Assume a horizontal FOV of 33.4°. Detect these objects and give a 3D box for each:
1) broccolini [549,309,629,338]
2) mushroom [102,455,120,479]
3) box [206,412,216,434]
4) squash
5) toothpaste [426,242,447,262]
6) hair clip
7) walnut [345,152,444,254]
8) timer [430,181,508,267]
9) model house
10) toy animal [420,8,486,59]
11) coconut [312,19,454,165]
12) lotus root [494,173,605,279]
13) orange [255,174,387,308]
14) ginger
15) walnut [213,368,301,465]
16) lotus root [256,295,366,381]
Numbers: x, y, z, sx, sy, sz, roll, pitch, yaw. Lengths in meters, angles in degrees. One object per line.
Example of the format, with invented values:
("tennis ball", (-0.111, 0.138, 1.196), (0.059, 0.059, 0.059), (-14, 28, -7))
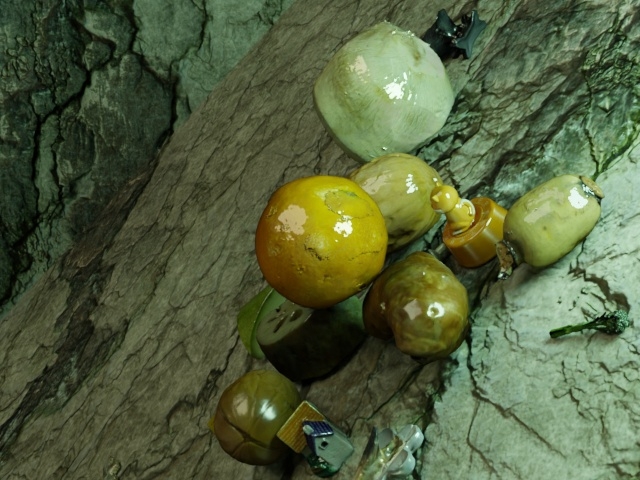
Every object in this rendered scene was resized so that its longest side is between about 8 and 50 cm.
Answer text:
("broccolini", (0.400, 0.132, 1.592), (0.140, 0.030, 0.035), (-25, 70, 48))
("mushroom", (-0.478, 0.526, 2.430), (0.049, 0.019, 0.101), (-48, 26, 1))
("box", (-0.177, 0.373, 2.164), (0.087, 0.023, 0.155), (-49, 26, -6))
("squash", (-0.061, 0.118, 2.248), (0.252, 0.093, 0.169), (-37, 26, 24))
("toothpaste", (0.170, 0.081, 2.004), (0.197, 0.035, 0.057), (-49, 20, 6))
("hair clip", (0.067, 0.394, 1.708), (0.257, 0.075, 0.146), (-56, 24, 1))
("walnut", (0.138, -0.073, 2.085), (0.222, 0.195, 0.195), (-27, 33, 27))
("timer", (0.251, -0.046, 1.912), (0.132, 0.152, 0.132), (-37, 28, 24))
("model house", (-0.013, 0.347, 1.853), (0.088, 0.100, 0.101), (-48, 26, 1))
("toy animal", (0.274, -0.479, 2.513), (0.210, 0.117, 0.121), (-5, 56, 52))
("coconut", (0.148, -0.324, 2.308), (0.254, 0.297, 0.297), (-34, 30, 33))
("lotus root", (0.366, -0.024, 1.753), (0.221, 0.118, 0.125), (-38, 11, 15))
("orange", (0.000, 0.000, 1.923), (0.246, 0.246, 0.246), (-37, 28, 24))
("ginger", (0.166, 0.111, 1.828), (0.172, 0.165, 0.321), (-57, 9, -3))
("walnut", (-0.113, 0.324, 1.964), (0.167, 0.167, 0.207), (-41, 6, 16))
("lotus root", (-0.023, 0.183, 2.070), (0.235, 0.119, 0.138), (-29, 27, 33))
